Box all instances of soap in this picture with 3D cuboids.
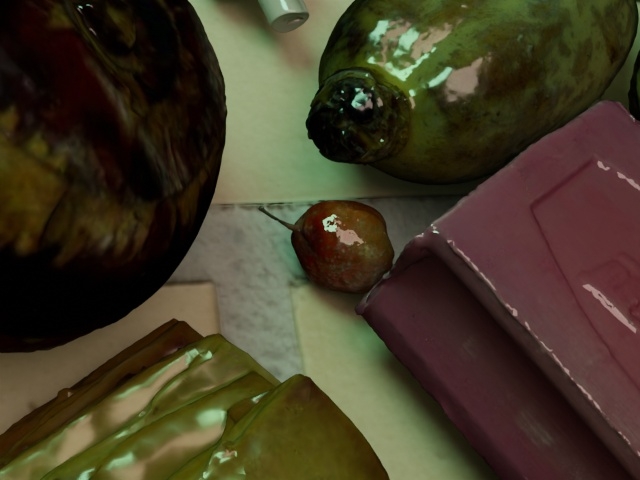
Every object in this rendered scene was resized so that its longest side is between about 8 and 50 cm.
[{"bbox_3d":[0.225,0.104,0.729,0.233,0.128,0.359,-34,79,-38],"label":"soap"}]

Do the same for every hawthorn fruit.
[{"bbox_3d":[0.000,0.000,0.752,0.103,0.067,0.066,12,68,-28],"label":"hawthorn fruit"}]

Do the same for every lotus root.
[{"bbox_3d":[0.104,-0.139,0.792,0.309,0.173,0.173,-36,85,-27],"label":"lotus root"}]

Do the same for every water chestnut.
[{"bbox_3d":[-0.203,-0.056,0.628,0.300,0.300,0.300,6,70,-17],"label":"water chestnut"}]

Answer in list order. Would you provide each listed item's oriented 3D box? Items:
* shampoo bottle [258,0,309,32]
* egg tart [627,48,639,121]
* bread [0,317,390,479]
[{"bbox_3d":[-0.085,-0.290,0.814,0.092,0.092,0.303,-21,78,-23],"label":"shampoo bottle"},{"bbox_3d":[0.316,-0.138,0.856,0.297,0.132,0.297,-9,102,-49],"label":"egg tart"},{"bbox_3d":[-0.053,0.240,0.589,0.314,0.191,0.370,-38,88,-26],"label":"bread"}]
